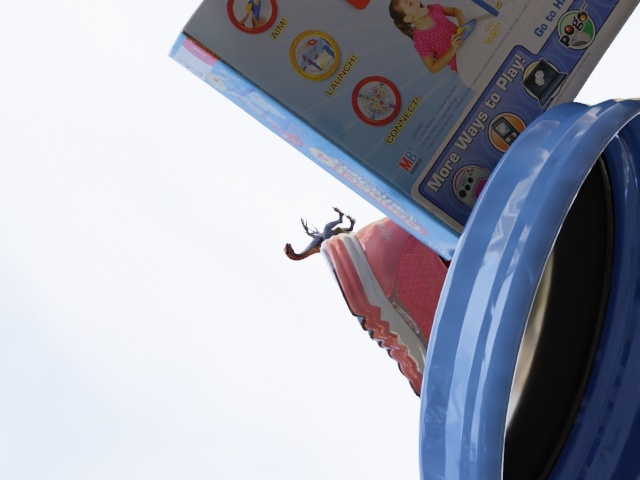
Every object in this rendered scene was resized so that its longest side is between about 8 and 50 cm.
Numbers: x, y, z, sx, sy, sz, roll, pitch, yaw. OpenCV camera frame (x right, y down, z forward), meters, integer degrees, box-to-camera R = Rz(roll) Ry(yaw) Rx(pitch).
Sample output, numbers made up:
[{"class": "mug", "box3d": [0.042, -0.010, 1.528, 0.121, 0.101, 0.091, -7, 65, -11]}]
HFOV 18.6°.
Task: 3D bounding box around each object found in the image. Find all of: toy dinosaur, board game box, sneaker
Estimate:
[{"class": "toy dinosaur", "box3d": [0.000, 0.000, 2.153, 0.047, 0.082, 0.090, 25, -162, -49]}, {"class": "board game box", "box3d": [0.081, -0.195, 1.658, 0.302, 0.308, 0.086, 37, 166, -5]}, {"class": "sneaker", "box3d": [0.127, 0.081, 1.972, 0.314, 0.136, 0.116, 51, -171, -42]}]

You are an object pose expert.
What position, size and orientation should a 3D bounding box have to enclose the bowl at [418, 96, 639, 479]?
[{"class": "bowl", "box3d": [0.187, 0.079, 1.495, 0.077, 0.391, 0.391, 14, -166, 27]}]
